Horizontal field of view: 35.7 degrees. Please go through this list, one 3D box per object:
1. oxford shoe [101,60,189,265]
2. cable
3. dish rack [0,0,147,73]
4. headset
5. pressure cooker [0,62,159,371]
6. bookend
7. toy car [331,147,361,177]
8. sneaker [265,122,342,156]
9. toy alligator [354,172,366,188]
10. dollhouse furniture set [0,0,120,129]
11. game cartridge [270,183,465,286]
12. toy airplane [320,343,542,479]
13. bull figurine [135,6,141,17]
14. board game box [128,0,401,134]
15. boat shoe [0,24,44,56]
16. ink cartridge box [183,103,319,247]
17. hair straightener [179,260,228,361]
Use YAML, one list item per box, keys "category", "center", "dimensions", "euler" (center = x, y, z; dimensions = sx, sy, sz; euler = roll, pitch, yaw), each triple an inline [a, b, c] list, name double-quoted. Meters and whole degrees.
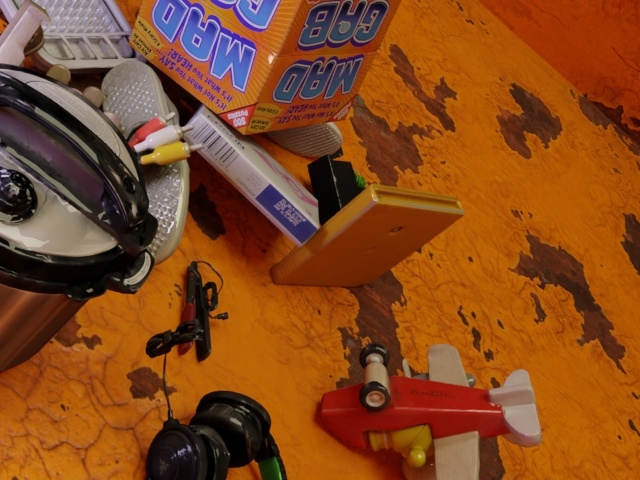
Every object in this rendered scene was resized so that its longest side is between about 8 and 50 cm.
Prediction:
- category: "oxford shoe"
  center: [-0.326, -0.144, 1.904]
  dimensions: [0.130, 0.169, 0.449]
  euler: [63, 11, -59]
- category: "cable"
  center: [-0.359, -0.145, 1.763]
  dimensions: [0.287, 0.072, 0.139]
  euler: [-28, 56, -24]
- category: "dish rack"
  center: [-0.535, -0.465, 2.028]
  dimensions: [0.285, 0.072, 0.333]
  euler: [-16, 70, -52]
- category: "headset"
  center: [-0.165, 0.321, 1.600]
  dimensions: [0.394, 0.185, 0.243]
  euler: [61, 35, -3]
- category: "pressure cooker"
  center: [-0.452, -0.039, 1.417]
  dimensions: [0.370, 0.420, 0.375]
  euler: [4, 54, -44]
- category: "bookend"
  center: [0.062, -0.112, 2.319]
  dimensions: [0.156, 0.072, 0.157]
  euler: [0, 72, -47]
- category: "toy car"
  center: [0.044, -0.187, 2.448]
  dimensions: [0.122, 0.060, 0.040]
  euler: [55, -13, -22]
- category: "sneaker"
  center: [-0.098, -0.328, 2.323]
  dimensions: [0.366, 0.135, 0.150]
  euler: [28, 44, -30]
- category: "toy alligator"
  center: [0.084, -0.140, 2.416]
  dimensions: [0.190, 0.051, 0.056]
  euler: [11, 51, -42]
- category: "dollhouse furniture set"
  center: [-0.462, -0.290, 1.779]
  dimensions: [0.242, 0.161, 0.212]
  euler: [34, 6, -28]
- category: "game cartridge"
  center: [0.096, -0.001, 2.064]
  dimensions: [0.285, 0.324, 0.052]
  euler: [5, 57, -46]
- category: "toy airplane"
  center: [0.239, 0.366, 1.927]
  dimensions: [0.386, 0.272, 0.384]
  euler: [-20, 41, -40]
- category: "bull figurine"
  center: [-0.341, -0.577, 2.317]
  dimensions: [0.188, 0.101, 0.310]
  euler: [7, 53, -42]
- category: "board game box"
  center: [-0.105, -0.474, 2.047]
  dimensions: [0.356, 0.356, 0.356]
  euler: [39, 30, 23]
- category: "boat shoe"
  center: [-0.585, -0.351, 1.822]
  dimensions: [0.178, 0.060, 0.064]
  euler: [-41, 82, -24]
- category: "ink cartridge box"
  center: [-0.137, -0.155, 2.056]
  dimensions: [0.324, 0.071, 0.330]
  euler: [43, 11, -12]
- category: "hair straightener"
  center: [-0.218, 0.128, 1.854]
  dimensions: [0.089, 0.047, 0.230]
  euler: [26, 37, -30]
